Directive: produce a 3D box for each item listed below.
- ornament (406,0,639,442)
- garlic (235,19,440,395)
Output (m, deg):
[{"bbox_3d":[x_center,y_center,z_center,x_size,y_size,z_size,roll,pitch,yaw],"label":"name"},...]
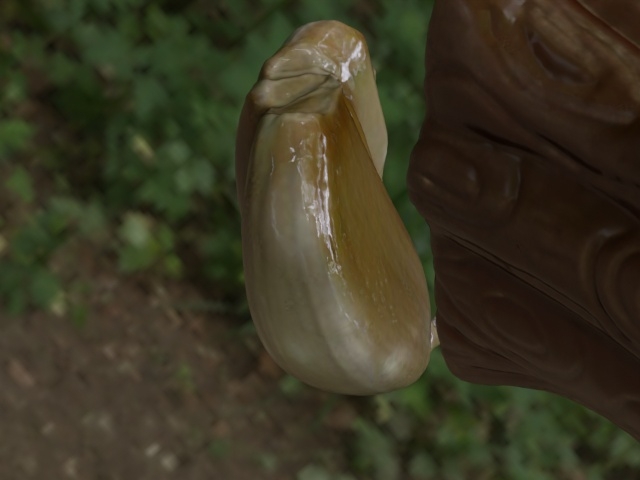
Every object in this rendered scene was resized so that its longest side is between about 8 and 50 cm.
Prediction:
[{"bbox_3d":[0.167,-0.008,0.756,0.221,0.235,0.217,49,-5,-37],"label":"ornament"},{"bbox_3d":[0.000,0.000,1.250,0.217,0.110,0.228,-76,147,-59],"label":"garlic"}]
